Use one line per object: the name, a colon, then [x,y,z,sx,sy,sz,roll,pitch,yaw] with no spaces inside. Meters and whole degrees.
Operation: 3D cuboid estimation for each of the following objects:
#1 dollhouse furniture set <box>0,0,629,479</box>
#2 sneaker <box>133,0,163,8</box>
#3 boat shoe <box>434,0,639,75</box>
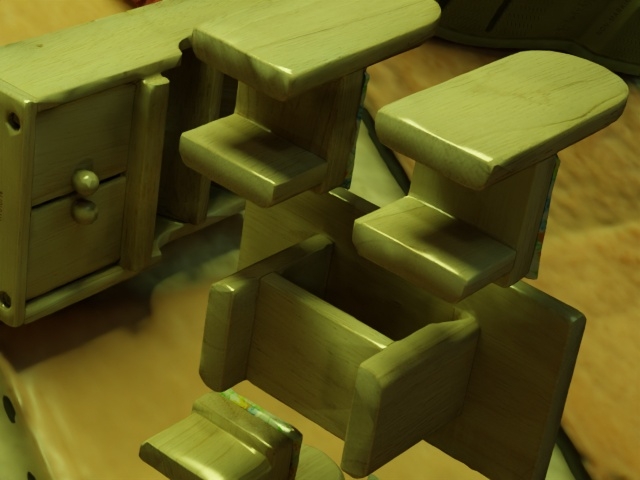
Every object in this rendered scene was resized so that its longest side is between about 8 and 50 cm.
dollhouse furniture set: [0.000,0.000,0.629,0.242,0.212,0.161,28,35,30]
sneaker: [-0.043,-0.135,0.808,0.092,0.088,0.225,-5,63,-53]
boat shoe: [0.119,-0.177,0.958,0.302,0.113,0.103,15,44,-41]
